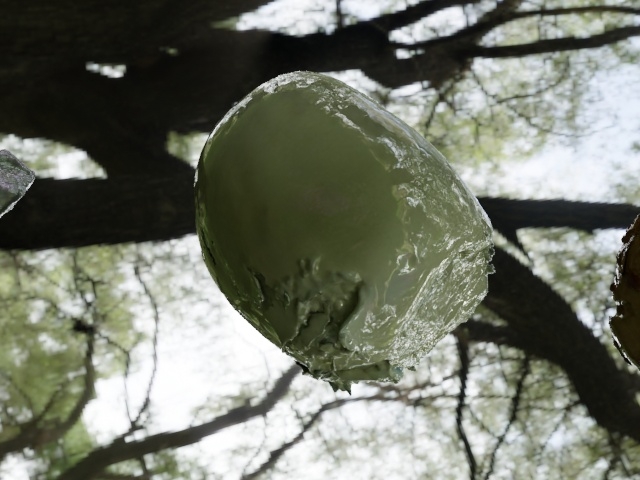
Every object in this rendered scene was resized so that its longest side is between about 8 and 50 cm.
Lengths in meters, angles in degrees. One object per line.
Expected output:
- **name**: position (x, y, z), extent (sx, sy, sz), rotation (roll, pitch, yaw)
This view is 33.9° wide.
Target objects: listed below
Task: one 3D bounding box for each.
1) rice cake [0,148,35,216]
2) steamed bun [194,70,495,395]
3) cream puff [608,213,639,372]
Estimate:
- **rice cake**: position (-0.347, 0.021, 0.859), extent (0.055, 0.270, 0.049), rotation (49, 5, -11)
- **steamed bun**: position (0.000, 0.000, 1.076), extent (0.312, 0.233, 0.334), rotation (38, -16, 29)
- **cream puff**: position (0.550, 0.059, 1.332), extent (0.350, 0.229, 0.350), rotation (1, -88, 45)
